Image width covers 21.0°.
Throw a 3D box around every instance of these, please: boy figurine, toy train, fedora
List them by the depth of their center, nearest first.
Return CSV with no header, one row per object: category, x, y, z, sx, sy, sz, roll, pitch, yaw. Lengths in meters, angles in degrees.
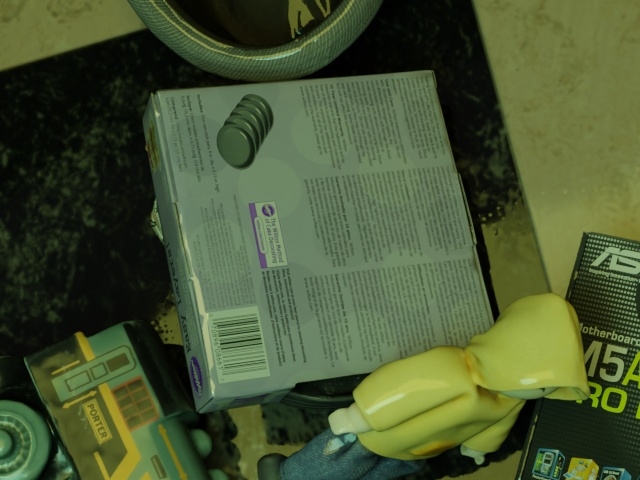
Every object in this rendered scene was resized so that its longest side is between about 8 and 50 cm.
boy figurine,0.092,0.139,1.327,0.285,0.177,0.092,-33,56,25
toy train,-0.162,0.224,1.395,0.190,0.142,0.334,-26,73,-5
fedora,-0.053,-0.262,1.481,0.244,0.124,0.275,-33,81,5

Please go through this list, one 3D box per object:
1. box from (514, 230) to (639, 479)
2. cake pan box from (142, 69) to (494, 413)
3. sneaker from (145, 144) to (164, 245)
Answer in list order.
box,0.300,0.124,1.306,0.270,0.060,0.216,14,85,32
cake pan box,0.000,0.000,1.387,0.246,0.070,0.267,-9,75,-18
sneaker,-0.090,-0.004,1.463,0.093,0.088,0.225,-20,72,26
